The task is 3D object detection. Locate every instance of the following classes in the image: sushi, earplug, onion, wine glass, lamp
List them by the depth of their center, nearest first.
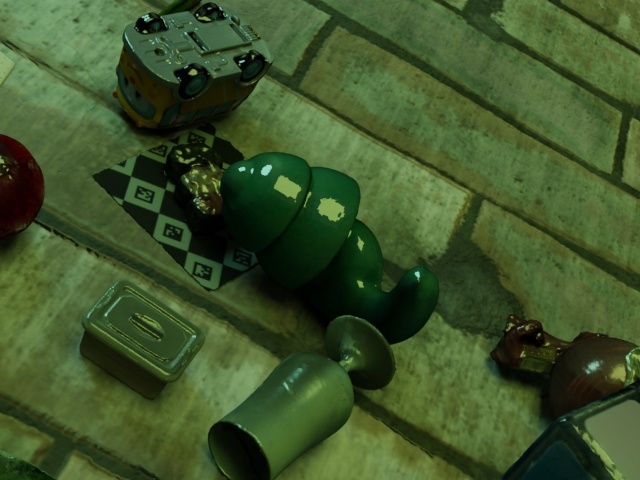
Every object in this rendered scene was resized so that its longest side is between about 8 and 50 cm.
[{"bbox_3d":[-0.371,-0.060,1.223,0.131,0.131,0.131,18,43,-17],"label":"onion"},{"bbox_3d":[-0.020,0.180,1.228,0.103,0.103,0.231,44,46,12],"label":"wine glass"},{"bbox_3d":[-0.003,0.007,1.332,0.280,0.164,0.257,34,17,-16],"label":"earplug"},{"bbox_3d":[0.347,0.193,1.429,0.215,0.151,0.223,17,0,-25],"label":"lamp"},{"bbox_3d":[-0.137,-0.066,1.433,0.219,0.047,0.231,44,42,12],"label":"sushi"}]

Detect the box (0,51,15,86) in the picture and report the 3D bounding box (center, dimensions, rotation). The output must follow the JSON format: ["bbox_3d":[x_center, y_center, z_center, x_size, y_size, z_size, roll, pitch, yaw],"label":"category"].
[{"bbox_3d":[-0.450,-0.054,1.070,0.095,0.210,0.330,42,42,-21],"label":"box"}]

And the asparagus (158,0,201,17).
[{"bbox_3d":[-0.232,-0.327,1.644,0.034,0.027,0.236,24,40,6],"label":"asparagus"}]

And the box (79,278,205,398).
[{"bbox_3d":[-0.201,0.112,1.209,0.122,0.062,0.089,34,41,0],"label":"box"}]

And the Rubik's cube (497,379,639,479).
[{"bbox_3d":[0.353,0.353,1.100,0.362,0.363,0.359,-14,54,-36],"label":"Rubik's cube"}]

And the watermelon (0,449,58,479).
[{"bbox_3d":[-0.290,0.229,1.033,0.155,0.101,0.080,31,28,-16],"label":"watermelon"}]

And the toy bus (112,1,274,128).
[{"bbox_3d":[-0.181,-0.229,1.497,0.209,0.136,0.126,-22,64,-43],"label":"toy bus"}]
